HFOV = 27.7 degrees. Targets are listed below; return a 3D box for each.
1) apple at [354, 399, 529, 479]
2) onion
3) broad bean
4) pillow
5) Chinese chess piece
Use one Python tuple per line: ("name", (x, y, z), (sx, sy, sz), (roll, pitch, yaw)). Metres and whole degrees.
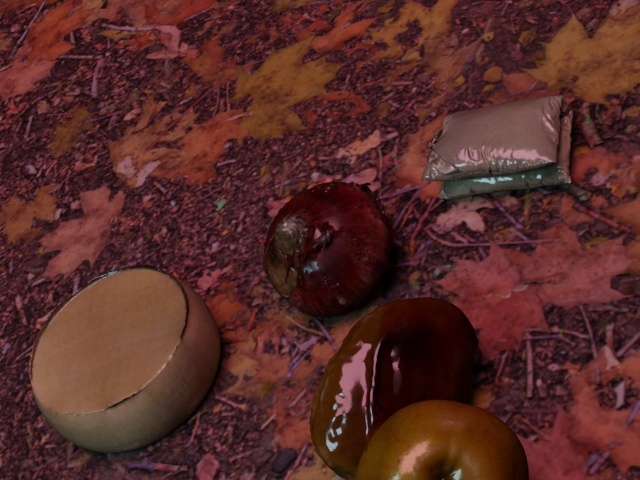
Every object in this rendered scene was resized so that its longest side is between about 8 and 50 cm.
("apple", (0.118, 0.244, 1.272), (0.182, 0.155, 0.182), (-2, 75, 6))
("onion", (0.000, 0.000, 1.614), (0.184, 0.147, 0.184), (-15, 58, 25))
("broad bean", (0.081, 0.163, 1.422), (0.228, 0.156, 0.122), (-58, 4, -17))
("pillow", (0.230, -0.120, 1.635), (0.181, 0.078, 0.134), (-5, 47, 27))
("Chinese chess piece", (-0.251, 0.150, 1.660), (0.250, 0.103, 0.250), (-17, 44, 17))
